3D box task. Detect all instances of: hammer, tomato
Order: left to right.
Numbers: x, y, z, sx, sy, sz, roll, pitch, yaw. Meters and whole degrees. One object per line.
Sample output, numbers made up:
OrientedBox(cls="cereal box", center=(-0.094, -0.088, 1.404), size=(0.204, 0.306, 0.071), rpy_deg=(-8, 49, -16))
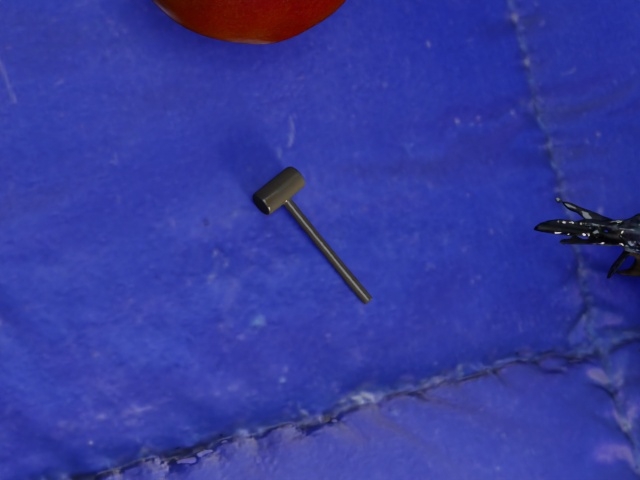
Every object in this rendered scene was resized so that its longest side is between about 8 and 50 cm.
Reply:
OrientedBox(cls="tomato", center=(-0.049, -0.234, 1.346), size=(0.195, 0.136, 0.195), rpy_deg=(4, 75, -15))
OrientedBox(cls="hammer", center=(0.000, 0.000, 1.365), size=(0.035, 0.019, 0.110), rpy_deg=(-41, 92, -21))

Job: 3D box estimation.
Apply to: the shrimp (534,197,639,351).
OrientedBox(cls="shrimp", center=(0.313, 0.041, 1.375), size=(0.372, 0.137, 0.172), rpy_deg=(-1, 60, -18))
